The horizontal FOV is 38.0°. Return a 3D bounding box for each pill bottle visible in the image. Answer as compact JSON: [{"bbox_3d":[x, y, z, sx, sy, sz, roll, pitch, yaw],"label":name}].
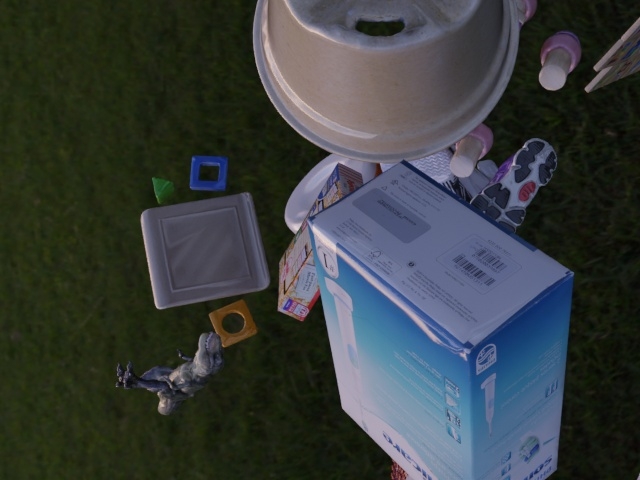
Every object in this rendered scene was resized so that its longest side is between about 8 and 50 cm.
[{"bbox_3d":[0.130,0.013,1.923,0.224,0.224,0.392,-21,126,40],"label":"pill bottle"}]

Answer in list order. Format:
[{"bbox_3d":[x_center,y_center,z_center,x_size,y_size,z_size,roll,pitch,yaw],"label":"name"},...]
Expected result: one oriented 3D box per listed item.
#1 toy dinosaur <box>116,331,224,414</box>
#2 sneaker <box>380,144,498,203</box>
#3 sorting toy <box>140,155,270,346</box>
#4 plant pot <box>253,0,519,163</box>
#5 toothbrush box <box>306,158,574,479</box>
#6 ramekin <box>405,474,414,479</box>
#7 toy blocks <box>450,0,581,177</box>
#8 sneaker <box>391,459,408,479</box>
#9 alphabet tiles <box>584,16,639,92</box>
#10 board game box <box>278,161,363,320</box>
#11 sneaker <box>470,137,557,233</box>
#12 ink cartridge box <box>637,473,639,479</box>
[{"bbox_3d":[-0.220,0.197,1.290,0.268,0.118,0.064,132,146,-53],"label":"toy dinosaur"},{"bbox_3d":[0.250,-0.120,1.825,0.137,0.210,0.366,-33,104,27],"label":"sneaker"},{"bbox_3d":[-0.195,0.021,1.575,0.047,0.195,0.348,94,164,-68],"label":"sorting toy"},{"bbox_3d":[0.068,-0.274,1.017,0.333,0.305,0.334,0,85,5],"label":"plant pot"},{"bbox_3d":[0.114,0.107,0.888,0.216,0.126,0.296,39,151,40],"label":"toothbrush box"},{"bbox_3d":[0.160,0.404,1.117,0.127,0.273,0.273,16,112,-6],"label":"ramekin"},{"bbox_3d":[0.250,-0.331,1.583,0.309,0.260,0.288,40,127,-5],"label":"toy blocks"},{"bbox_3d":[0.152,0.351,1.359,0.088,0.092,0.225,-108,24,-57],"label":"sneaker"},{"bbox_3d":[0.529,-0.339,1.357,0.011,0.342,0.285,50,134,14],"label":"alphabet tiles"},{"bbox_3d":[0.000,0.000,1.361,0.045,0.147,0.193,25,115,-14],"label":"board game box"},{"bbox_3d":[0.234,-0.055,1.181,0.068,0.071,0.170,44,83,-5],"label":"sneaker"},{"bbox_3d":[0.458,0.339,1.212,0.088,0.052,0.122,-5,52,61],"label":"ink cartridge box"}]
